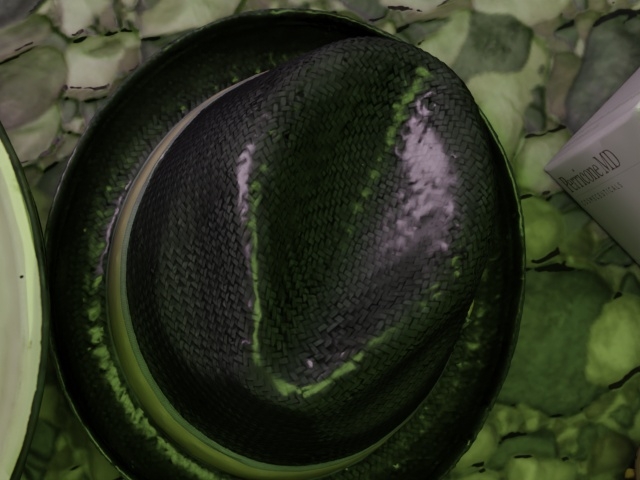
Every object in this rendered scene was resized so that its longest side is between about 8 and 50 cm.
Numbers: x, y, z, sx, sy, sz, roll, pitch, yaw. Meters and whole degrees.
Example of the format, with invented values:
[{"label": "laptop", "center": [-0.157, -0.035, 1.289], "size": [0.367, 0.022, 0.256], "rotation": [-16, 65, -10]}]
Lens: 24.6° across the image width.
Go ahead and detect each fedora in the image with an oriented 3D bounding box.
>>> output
[{"label": "fedora", "center": [0.000, 0.000, 0.842], "size": [0.334, 0.152, 0.334], "rotation": [4, 73, -15]}]

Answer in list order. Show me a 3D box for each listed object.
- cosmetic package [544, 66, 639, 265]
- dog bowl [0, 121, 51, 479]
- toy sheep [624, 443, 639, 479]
[{"label": "cosmetic package", "center": [0.334, 0.017, 0.891], "size": [0.365, 0.197, 0.155], "rotation": [44, 80, 2]}, {"label": "dog bowl", "center": [-0.330, 0.031, 0.778], "size": [0.407, 0.150, 0.408], "rotation": [0, 94, 2]}, {"label": "toy sheep", "center": [0.237, 0.177, 0.912], "size": [0.091, 0.091, 0.132], "rotation": [-34, 93, -11]}]
